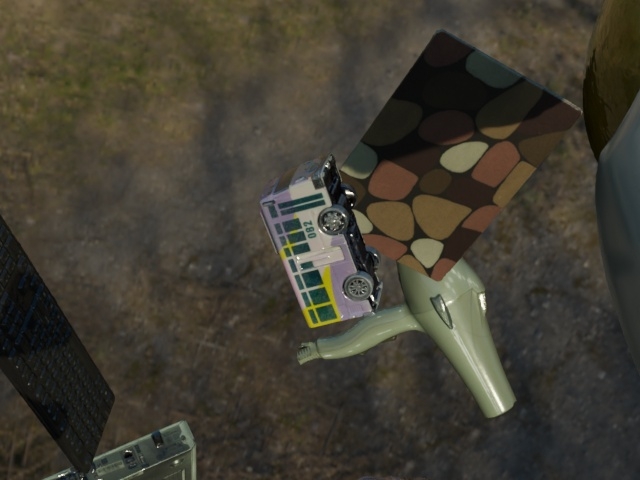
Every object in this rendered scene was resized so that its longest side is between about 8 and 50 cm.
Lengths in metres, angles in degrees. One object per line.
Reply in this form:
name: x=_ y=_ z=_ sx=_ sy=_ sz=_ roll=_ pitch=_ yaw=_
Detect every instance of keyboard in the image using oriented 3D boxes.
keyboard: x=-0.259 y=0.105 z=1.003 sx=0.018 sy=0.309 sz=0.100 roll=3 pitch=51 yaw=16

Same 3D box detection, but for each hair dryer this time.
hair dryer: x=0.118 y=0.129 z=1.225 sx=0.219 sy=0.225 sz=0.088 roll=44 pitch=16 yaw=3

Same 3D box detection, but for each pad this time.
pad: x=0.111 y=-0.070 z=1.013 sx=0.158 sy=0.235 sz=0.003 roll=26 pitch=34 yaw=-16

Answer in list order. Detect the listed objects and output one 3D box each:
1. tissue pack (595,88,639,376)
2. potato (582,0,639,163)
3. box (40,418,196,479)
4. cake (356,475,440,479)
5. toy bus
tissue pack: x=0.274 y=0.007 z=0.333 sx=0.333 sy=0.229 sz=0.235 roll=-27 pitch=64 yaw=5
potato: x=0.234 y=-0.110 z=0.632 sx=0.178 sy=0.203 sz=0.158 roll=34 pitch=5 yaw=22
box: x=-0.278 y=0.319 z=1.321 sx=0.270 sy=0.210 sz=0.045 roll=-21 pitch=63 yaw=-19
cake: x=0.136 y=0.419 z=1.082 sx=0.314 sy=0.306 sz=0.293 roll=14 pitch=18 yaw=-32
toy bus: x=0.000 y=0.000 z=0.702 sx=0.058 sy=0.102 sz=0.052 roll=-16 pitch=20 yaw=16
